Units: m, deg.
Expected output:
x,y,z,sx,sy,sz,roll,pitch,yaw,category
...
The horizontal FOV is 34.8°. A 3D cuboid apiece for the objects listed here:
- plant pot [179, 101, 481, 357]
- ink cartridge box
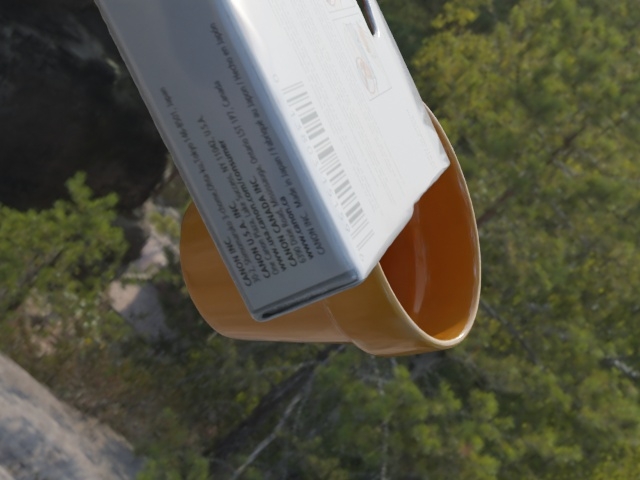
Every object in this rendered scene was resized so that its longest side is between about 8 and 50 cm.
x,y,z,sx,sy,sz,roll,pitch,yaw,category
0.000,0.000,0.811,0.205,0.187,0.205,32,50,-50,plant pot
-0.031,-0.125,0.528,0.275,0.060,0.239,64,20,-7,ink cartridge box
